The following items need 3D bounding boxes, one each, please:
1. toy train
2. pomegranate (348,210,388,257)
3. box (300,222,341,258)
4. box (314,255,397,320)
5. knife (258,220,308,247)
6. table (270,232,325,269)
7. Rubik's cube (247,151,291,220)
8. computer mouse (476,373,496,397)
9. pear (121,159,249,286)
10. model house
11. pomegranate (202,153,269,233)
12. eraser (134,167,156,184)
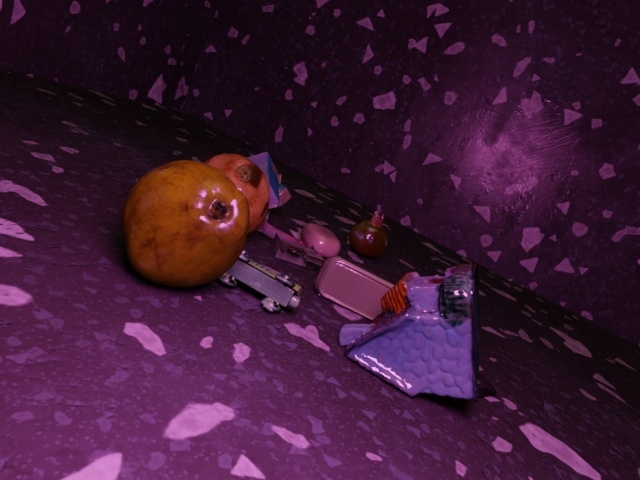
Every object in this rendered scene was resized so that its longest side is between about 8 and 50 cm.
[{"bbox_3d":[-0.156,0.104,1.308,0.253,0.105,0.157,27,0,10],"label":"toy train"},{"bbox_3d":[0.221,-0.031,2.155,0.180,0.209,0.180,24,18,-8],"label":"pomegranate"},{"bbox_3d":[0.000,0.000,1.924,0.146,0.088,0.200,17,15,-24],"label":"box"},{"bbox_3d":[0.124,0.146,1.557,0.274,0.138,0.178,28,9,1],"label":"box"},{"bbox_3d":[-0.168,-0.022,1.791,0.278,0.123,0.053,31,44,-23],"label":"knife"},{"bbox_3d":[-0.080,0.046,1.683,0.146,0.062,0.175,19,14,-21],"label":"table"},{"bbox_3d":[-0.241,-0.189,1.930,0.213,0.224,0.265,65,15,-49],"label":"Rubik's cube"},{"bbox_3d":[0.431,0.388,1.349,0.135,0.047,0.079,18,17,-34],"label":"computer mouse"},{"bbox_3d":[-0.288,-0.042,1.107,0.287,0.287,0.375,16,-18,-31],"label":"pear"},{"bbox_3d":[0.240,0.214,1.296,0.339,0.297,0.360,-3,6,20],"label":"model house"},{"bbox_3d":[-0.294,-0.142,1.578,0.281,0.281,0.281,23,14,-6],"label":"pomegranate"},{"bbox_3d":[-0.371,-0.108,1.398,0.332,0.155,0.101,13,43,31],"label":"eraser"}]
